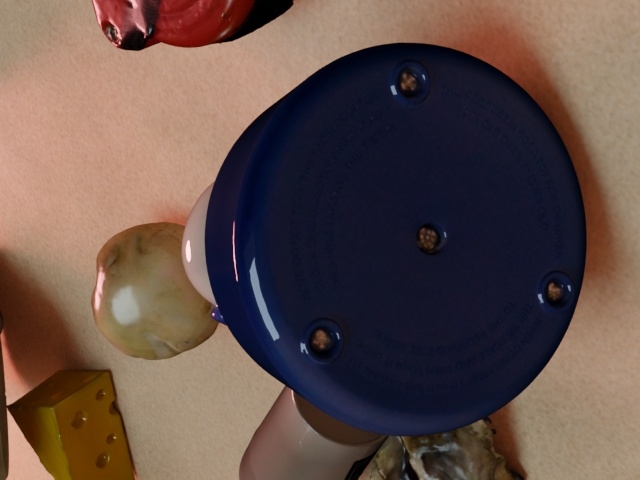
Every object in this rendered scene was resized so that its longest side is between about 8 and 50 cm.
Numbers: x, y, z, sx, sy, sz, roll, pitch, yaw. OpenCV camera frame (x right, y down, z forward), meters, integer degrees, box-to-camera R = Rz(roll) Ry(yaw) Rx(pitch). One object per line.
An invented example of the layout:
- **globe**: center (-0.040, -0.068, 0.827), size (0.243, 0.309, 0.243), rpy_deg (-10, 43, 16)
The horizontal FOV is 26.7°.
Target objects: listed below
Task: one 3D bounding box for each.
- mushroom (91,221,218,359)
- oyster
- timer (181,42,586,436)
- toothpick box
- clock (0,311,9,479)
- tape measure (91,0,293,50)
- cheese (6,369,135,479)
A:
- **mushroom**: center (-0.167, 0.052, 1.378), size (0.148, 0.112, 0.148), rpy_deg (3, 114, 8)
- **oyster**: center (0.090, 0.249, 1.236), size (0.166, 0.094, 0.294), rpy_deg (25, 140, 24)
- **timer**: center (0.000, 0.000, 1.079), size (0.270, 0.270, 0.383), rpy_deg (65, 158, -11)
- **toothpick box**: center (-0.004, 0.193, 1.300), size (0.111, 0.111, 0.181), rpy_deg (46, 141, 14)
- **clock**: center (-0.447, 0.191, 1.674), size (0.324, 0.108, 0.265), rpy_deg (-108, 18, -50)
- **tape measure**: center (-0.118, -0.279, 1.073), size (0.260, 0.114, 0.253), rpy_deg (0, 117, 48)
- **cheese**: center (-0.296, 0.257, 1.691), size (0.126, 0.093, 0.171), rpy_deg (-5, 112, 50)
